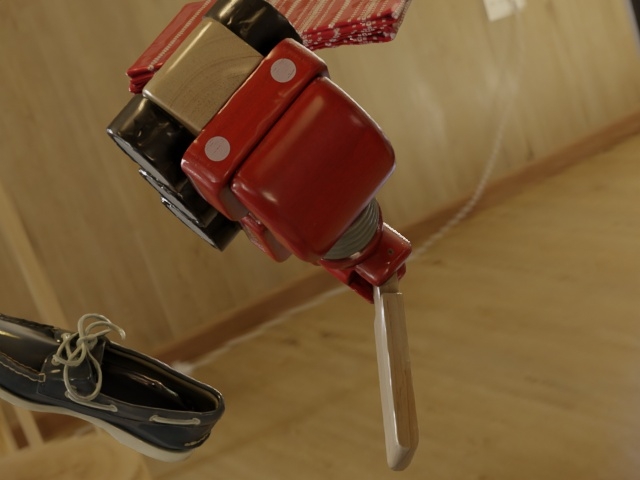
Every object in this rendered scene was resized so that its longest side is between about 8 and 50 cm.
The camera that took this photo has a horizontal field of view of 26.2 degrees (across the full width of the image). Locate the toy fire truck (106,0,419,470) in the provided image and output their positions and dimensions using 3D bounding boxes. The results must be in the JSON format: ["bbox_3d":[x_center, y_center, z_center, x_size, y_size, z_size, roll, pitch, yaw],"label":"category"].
[{"bbox_3d":[0.000,0.000,0.844,0.158,0.246,0.217,-50,-14,-8],"label":"toy fire truck"}]

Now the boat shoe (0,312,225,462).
[{"bbox_3d":[-0.207,0.120,1.238,0.079,0.254,0.095,-51,17,35],"label":"boat shoe"}]

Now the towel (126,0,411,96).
[{"bbox_3d":[-0.037,-0.211,1.311,0.274,0.031,0.199,-10,27,20],"label":"towel"}]
